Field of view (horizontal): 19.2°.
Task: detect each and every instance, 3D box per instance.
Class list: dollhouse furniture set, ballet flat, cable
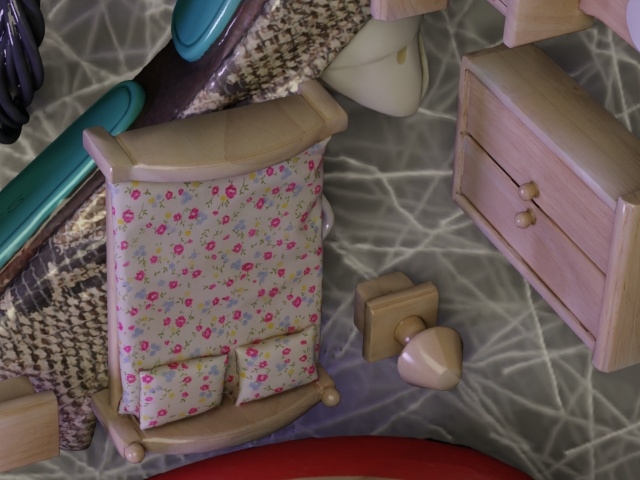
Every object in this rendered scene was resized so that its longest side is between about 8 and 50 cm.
[{"bbox_3d":[0.000,0.000,0.987,0.355,0.174,0.303,-15,130,-22],"label":"dollhouse furniture set"},{"bbox_3d":[-0.052,-0.073,1.111,0.182,0.164,0.483,33,102,-21],"label":"ballet flat"},{"bbox_3d":[-0.198,-0.140,1.085,0.047,0.184,0.151,-13,72,-23],"label":"cable"}]

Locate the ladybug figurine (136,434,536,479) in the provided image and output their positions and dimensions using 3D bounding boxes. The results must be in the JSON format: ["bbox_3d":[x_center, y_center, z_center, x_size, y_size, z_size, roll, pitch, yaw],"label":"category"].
[{"bbox_3d":[-0.027,0.233,1.079,0.449,0.162,0.305,-18,129,16],"label":"ladybug figurine"}]
